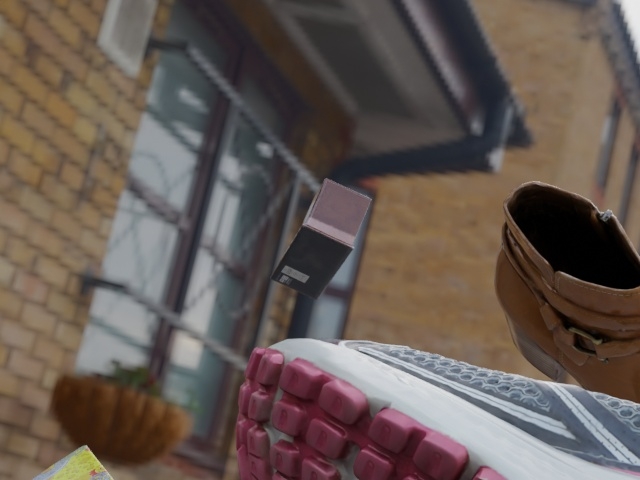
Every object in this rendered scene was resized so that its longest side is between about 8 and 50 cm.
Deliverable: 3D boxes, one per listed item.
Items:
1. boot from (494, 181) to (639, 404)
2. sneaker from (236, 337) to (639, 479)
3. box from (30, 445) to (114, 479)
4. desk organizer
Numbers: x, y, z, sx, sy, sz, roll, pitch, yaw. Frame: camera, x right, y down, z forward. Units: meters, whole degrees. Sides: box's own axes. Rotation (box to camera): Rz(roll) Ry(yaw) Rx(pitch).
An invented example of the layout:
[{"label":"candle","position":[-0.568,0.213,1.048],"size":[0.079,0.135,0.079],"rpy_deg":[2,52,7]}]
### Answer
[{"label":"boot","position":[0.253,0.071,1.305],"size":[0.283,0.109,0.220],"rpy_deg":[37,-18,25]},{"label":"sneaker","position":[0.103,0.101,0.531],"size":[0.299,0.120,0.112],"rpy_deg":[20,35,27]},{"label":"box","position":[-0.112,0.313,1.030],"size":[0.279,0.177,0.290],"rpy_deg":[59,-12,-18]},{"label":"desk organizer","position":[0.000,0.000,1.473],"size":[0.047,0.050,0.130],"rpy_deg":[25,-25,-4]}]
